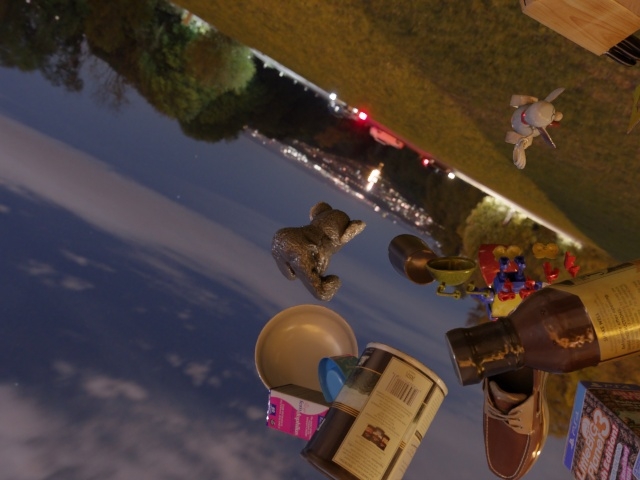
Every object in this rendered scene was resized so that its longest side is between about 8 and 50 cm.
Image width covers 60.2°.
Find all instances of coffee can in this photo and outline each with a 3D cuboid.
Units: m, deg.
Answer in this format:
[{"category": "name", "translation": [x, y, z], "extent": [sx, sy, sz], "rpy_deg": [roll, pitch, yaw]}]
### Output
[{"category": "coffee can", "translation": [0.114, 0.383, 1.153], "extent": [0.201, 0.275, 0.201], "rpy_deg": [30, 158, 14]}]

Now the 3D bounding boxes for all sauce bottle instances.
[{"category": "sauce bottle", "translation": [0.326, 0.096, 0.672], "extent": [0.111, 0.344, 0.111], "rpy_deg": [-17, -90, -86]}]

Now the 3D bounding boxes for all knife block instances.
[{"category": "knife block", "translation": [0.492, -0.396, 0.994], "extent": [0.275, 0.088, 0.242], "rpy_deg": [-7, 154, 12]}]

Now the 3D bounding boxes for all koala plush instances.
[{"category": "koala plush", "translation": [0.000, 0.000, 1.429], "extent": [0.196, 0.221, 0.203], "rpy_deg": [30, 156, 40]}]

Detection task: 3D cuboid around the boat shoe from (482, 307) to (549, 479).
[{"category": "boat shoe", "translation": [0.334, 0.271, 0.974], "extent": [0.123, 0.324, 0.116], "rpy_deg": [9, -172, 40]}]

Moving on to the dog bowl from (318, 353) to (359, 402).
[{"category": "dog bowl", "translation": [0.095, 0.419, 1.383], "extent": [0.074, 0.166, 0.297], "rpy_deg": [-17, -115, -28]}]

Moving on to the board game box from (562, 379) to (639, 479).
[{"category": "board game box", "translation": [0.493, 0.312, 0.700], "extent": [0.232, 0.141, 0.291], "rpy_deg": [5, -168, -2]}]

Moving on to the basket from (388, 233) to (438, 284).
[{"category": "basket", "translation": [0.350, 0.079, 2.002], "extent": [0.204, 0.154, 0.227], "rpy_deg": [46, -176, -6]}]

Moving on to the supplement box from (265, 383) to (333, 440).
[{"category": "supplement box", "translation": [-0.038, 0.498, 1.594], "extent": [0.220, 0.111, 0.114], "rpy_deg": [4, 179, 35]}]

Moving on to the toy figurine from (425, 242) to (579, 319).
[{"category": "toy figurine", "translation": [0.458, 0.155, 1.409], "extent": [0.362, 0.217, 0.191], "rpy_deg": [-5, -145, 6]}]

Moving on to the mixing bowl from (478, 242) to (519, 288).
[{"category": "mixing bowl", "translation": [0.634, 0.082, 1.921], "extent": [0.098, 0.181, 0.181], "rpy_deg": [-21, 150, 36]}]

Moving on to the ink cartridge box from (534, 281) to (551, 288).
[{"category": "ink cartridge box", "translation": [0.720, 0.166, 1.659], "extent": [0.207, 0.046, 0.097], "rpy_deg": [13, 172, -15]}]

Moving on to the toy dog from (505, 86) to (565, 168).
[{"category": "toy dog", "translation": [0.665, -0.355, 1.655], "extent": [0.161, 0.220, 0.334], "rpy_deg": [6, -150, 6]}]

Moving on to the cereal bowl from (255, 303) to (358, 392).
[{"category": "cereal bowl", "translation": [-0.043, 0.393, 1.858], "extent": [0.339, 0.339, 0.141], "rpy_deg": [32, 159, 20]}]

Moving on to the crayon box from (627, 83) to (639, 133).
[{"category": "crayon box", "translation": [0.716, -0.331, 1.002], "extent": [0.081, 0.202, 0.318], "rpy_deg": [35, 142, 1]}]
